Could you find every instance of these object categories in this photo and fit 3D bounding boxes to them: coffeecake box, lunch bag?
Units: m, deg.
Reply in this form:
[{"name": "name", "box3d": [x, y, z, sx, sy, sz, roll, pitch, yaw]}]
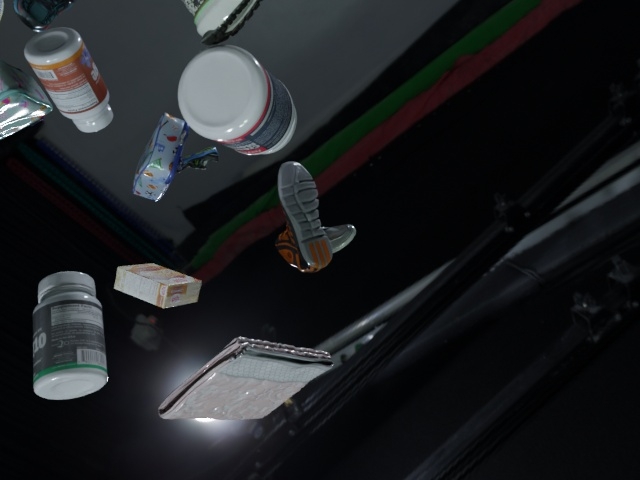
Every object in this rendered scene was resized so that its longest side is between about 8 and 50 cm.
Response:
[{"name": "coffeecake box", "box3d": [-0.456, 0.124, 1.466, 0.185, 0.142, 0.068, 16, -82, 24]}, {"name": "lunch bag", "box3d": [-0.810, -0.327, 1.287, 0.224, 0.108, 0.279, -34, -171, -5]}, {"name": "lunch bag", "box3d": [-0.532, -0.280, 1.740, 0.303, 0.115, 0.243, -26, -132, 55]}]

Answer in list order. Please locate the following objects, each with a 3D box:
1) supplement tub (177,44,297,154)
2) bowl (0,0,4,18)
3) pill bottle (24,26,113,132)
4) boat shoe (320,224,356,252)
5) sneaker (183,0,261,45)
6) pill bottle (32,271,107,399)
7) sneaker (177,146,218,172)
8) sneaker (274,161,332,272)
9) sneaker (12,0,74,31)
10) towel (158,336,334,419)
[{"name": "supplement tub", "box3d": [-0.169, -0.294, 1.147, 0.191, 0.191, 0.272, -40, 171, 11]}, {"name": "bowl", "box3d": [-0.602, -0.373, 0.822, 0.170, 0.080, 0.170, -46, -175, 5]}, {"name": "pill bottle", "box3d": [-0.558, -0.356, 1.181, 0.121, 0.216, 0.121, -3, -125, 4]}, {"name": "boat shoe", "box3d": [-0.001, 0.000, 1.643, 0.227, 0.081, 0.079, -25, -139, 16]}, {"name": "sneaker", "box3d": [-0.139, -0.556, 0.928, 0.410, 0.182, 0.158, -43, -170, 24]}, {"name": "pill bottle", "box3d": [-0.792, 0.294, 1.643, 0.204, 0.204, 0.361, -33, -123, 22]}, {"name": "sneaker", "box3d": [-0.507, -0.319, 2.141, 0.188, 0.078, 0.067, -23, -154, -8]}, {"name": "sneaker", "box3d": [-0.083, -0.056, 1.510, 0.124, 0.321, 0.180, -10, 172, -31]}, {"name": "sneaker", "box3d": [-0.766, -0.695, 1.479, 0.125, 0.104, 0.262, -22, -141, 29]}, {"name": "towel", "box3d": [-0.174, 0.358, 1.287, 0.317, 0.332, 0.053, -41, -129, 24]}]
